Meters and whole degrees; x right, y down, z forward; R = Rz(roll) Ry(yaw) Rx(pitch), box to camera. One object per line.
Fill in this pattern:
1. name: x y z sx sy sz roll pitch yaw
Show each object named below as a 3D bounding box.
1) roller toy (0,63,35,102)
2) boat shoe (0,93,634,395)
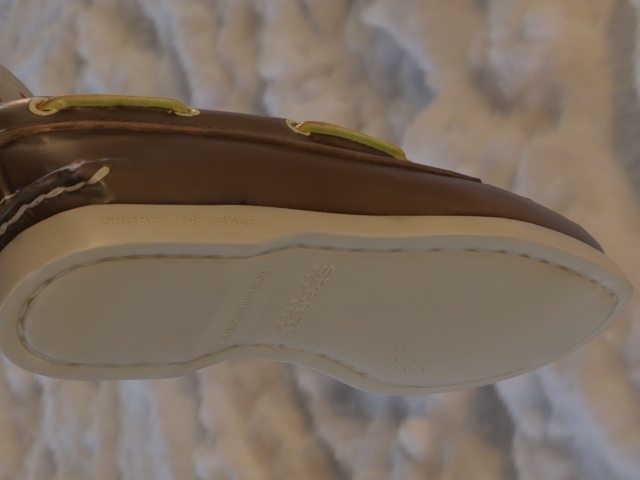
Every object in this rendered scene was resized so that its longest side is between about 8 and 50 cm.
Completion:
1. roller toy: -0.302 -0.064 1.334 0.146 0.191 0.209 -46 33 29
2. boat shoe: 0.000 0.000 0.750 0.116 0.324 0.096 -54 47 36
